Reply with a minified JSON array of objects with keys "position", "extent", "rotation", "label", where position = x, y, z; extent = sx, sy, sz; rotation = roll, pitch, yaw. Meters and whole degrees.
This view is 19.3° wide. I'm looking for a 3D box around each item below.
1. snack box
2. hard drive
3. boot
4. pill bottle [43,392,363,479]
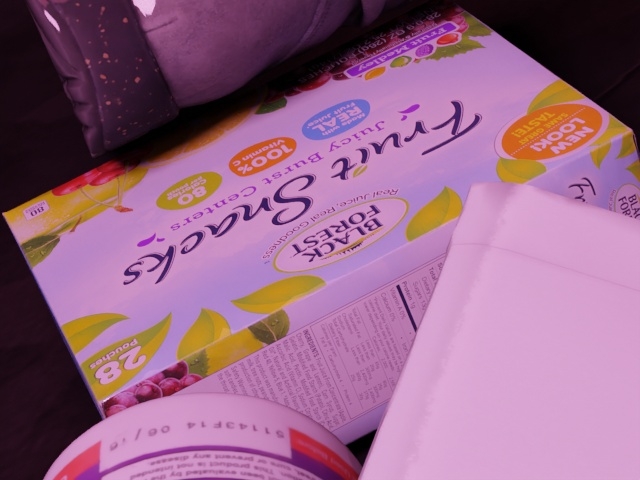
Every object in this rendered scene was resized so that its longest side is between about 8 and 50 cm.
[{"position":[0.000,0.000,0.714],"extent":[0.207,0.070,0.174],"rotation":[-28,30,-7],"label":"snack box"},{"position":[0.091,0.121,0.415],"extent":[0.203,0.040,0.307],"rotation":[18,44,7],"label":"hard drive"},{"position":[-0.020,-0.129,0.846],"extent":[0.222,0.118,0.338],"rotation":[-24,19,-5],"label":"boot"},{"position":[-0.029,0.137,0.490],"extent":[0.108,0.108,0.193],"rotation":[-18,31,7],"label":"pill bottle"}]
